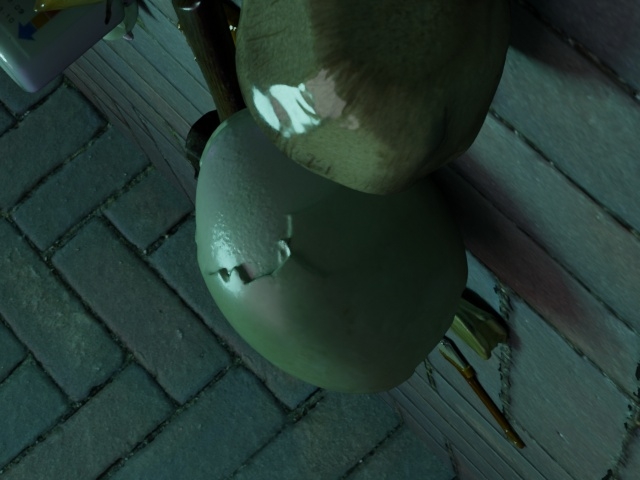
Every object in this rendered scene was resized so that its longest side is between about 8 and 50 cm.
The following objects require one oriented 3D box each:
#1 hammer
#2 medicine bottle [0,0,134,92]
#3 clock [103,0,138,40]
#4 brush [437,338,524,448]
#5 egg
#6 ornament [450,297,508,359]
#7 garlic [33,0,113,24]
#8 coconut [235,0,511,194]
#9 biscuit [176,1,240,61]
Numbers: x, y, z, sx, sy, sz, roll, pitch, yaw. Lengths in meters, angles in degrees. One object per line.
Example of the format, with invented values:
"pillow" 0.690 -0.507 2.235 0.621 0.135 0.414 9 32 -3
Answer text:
"hammer" -0.115 -0.172 1.610 0.242 0.095 0.408 35 160 32
"medicine bottle" -0.358 -0.338 1.779 0.152 0.254 0.152 46 171 10
"clock" -0.374 -0.399 2.097 0.231 0.103 0.144 33 154 57
"brush" 0.270 0.258 2.160 0.314 0.017 0.090 52 173 -30
"egg" 0.000 0.000 1.413 0.336 0.278 0.278 44 173 -19
"ornament" 0.171 0.089 1.752 0.201 0.059 0.180 43 174 18
"garlic" -0.206 -0.311 1.375 0.151 0.196 0.338 34 176 -28
"coconut" 0.035 -0.137 0.925 0.224 0.224 0.224 47 172 9
"biscuit" -0.102 -0.222 1.681 0.254 0.035 0.254 43 165 15
